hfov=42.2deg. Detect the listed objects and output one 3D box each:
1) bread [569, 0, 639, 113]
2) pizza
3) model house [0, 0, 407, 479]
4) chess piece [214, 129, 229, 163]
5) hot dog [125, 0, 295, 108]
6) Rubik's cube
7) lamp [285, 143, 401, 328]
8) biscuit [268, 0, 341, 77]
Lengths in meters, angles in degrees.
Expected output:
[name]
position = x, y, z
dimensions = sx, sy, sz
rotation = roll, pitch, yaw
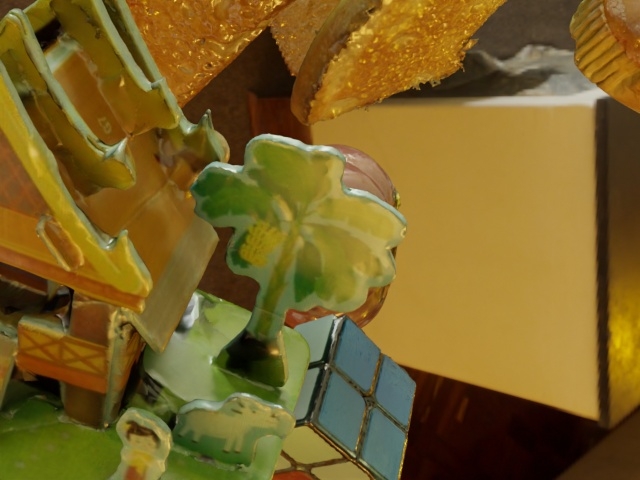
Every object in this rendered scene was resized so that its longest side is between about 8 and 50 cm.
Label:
[bread]
position = 0.424, -0.233, 0.976
dimensions = 0.250, 0.133, 0.179
rotation = 42, 77, 2
[pizza]
position = 0.100, -0.238, 0.817
dimensions = 0.223, 0.323, 0.089
rotation = -13, 67, -44
[model house]
position = -0.136, 0.009, 0.531
dimensions = 0.243, 0.357, 0.313
rotation = -67, 179, -47
[chess piece]
position = -0.269, -0.151, 1.408
dimensions = 0.124, 0.307, 0.139
rotation = -22, 112, -47
[hot dog]
position = -0.159, -0.295, 0.902
dimensions = 0.223, 0.405, 0.185
rotation = 45, 40, -16
[Rubik's cube]
position = -0.002, 0.224, 1.072
dimensions = 0.183, 0.180, 0.167
rotation = 47, 42, -29
[lamp]
position = 0.000, 0.000, 1.305
dimensions = 0.305, 0.239, 0.306
rotation = 6, 90, -74
[biscuit]
position = 0.002, -0.437, 1.484
dimensions = 0.232, 0.236, 0.013
rotation = 63, 20, -8
